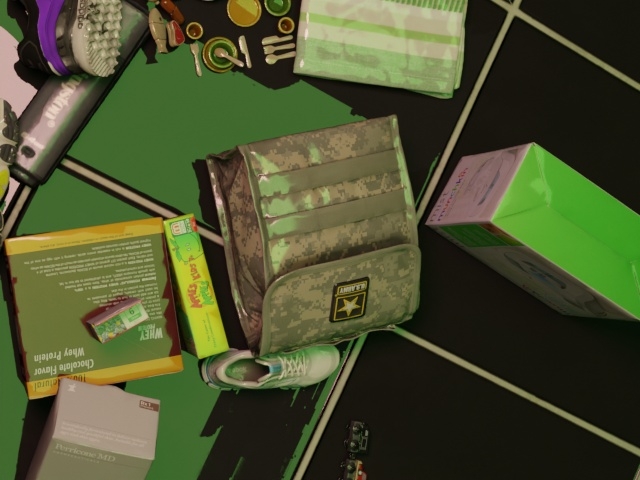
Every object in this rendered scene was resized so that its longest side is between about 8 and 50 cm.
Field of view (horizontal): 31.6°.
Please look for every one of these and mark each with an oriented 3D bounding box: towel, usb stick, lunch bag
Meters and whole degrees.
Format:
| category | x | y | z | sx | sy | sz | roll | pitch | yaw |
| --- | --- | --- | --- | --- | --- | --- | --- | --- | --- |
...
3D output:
| category | x | y | z | sx | sy | sz | roll | pitch | yaw |
| --- | --- | --- | --- | --- | --- | --- | --- | --- | --- |
| towel | 0.098 | -0.377 | 1.594 | 0.248 | 0.038 | 0.325 | 7 | 89 | -16 |
| usb stick | -0.315 | -0.196 | 1.459 | 0.077 | 0.045 | 0.278 | 35 | 80 | -14 |
| lunch bag | 0.000 | 0.000 | 1.485 | 0.235 | 0.169 | 0.287 | -13 | 94 | -24 |

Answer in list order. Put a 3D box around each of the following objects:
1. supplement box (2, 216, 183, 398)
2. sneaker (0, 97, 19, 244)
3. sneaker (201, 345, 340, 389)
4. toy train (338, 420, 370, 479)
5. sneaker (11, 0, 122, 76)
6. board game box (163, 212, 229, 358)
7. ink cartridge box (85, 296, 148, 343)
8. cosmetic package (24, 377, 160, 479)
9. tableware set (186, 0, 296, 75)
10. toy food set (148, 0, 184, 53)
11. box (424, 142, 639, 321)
| category | x | y | z | sx | sy | sz | roll | pitch | yaw |
| --- | --- | --- | --- | --- | --- | --- | --- | --- | --- |
| supplement box | -0.288 | 0.081 | 1.420 | 0.191 | 0.129 | 0.194 | -9 | 92 | -17 |
| sneaker | -0.447 | -0.049 | 1.388 | 0.107 | 0.110 | 0.275 | 26 | 75 | -41 |
| sneaker | -0.058 | 0.172 | 1.515 | 0.190 | 0.083 | 0.071 | -7 | 90 | -18 |
| toy train | 0.046 | 0.330 | 1.574 | 0.036 | 0.027 | 0.158 | 11 | 86 | -27 |
| sneaker | -0.323 | -0.340 | 1.429 | 0.146 | 0.102 | 0.293 | -3 | 67 | 20 |
| board game box | -0.170 | 0.058 | 1.476 | 0.043 | 0.092 | 0.181 | -16 | 94 | -15 |
| ink cartridge box | -0.233 | 0.093 | 1.307 | 0.063 | 0.115 | 0.029 | -29 | 97 | -15 |
| cosmetic package | -0.287 | 0.287 | 1.370 | 0.127 | 0.107 | 0.238 | 14 | 130 | -15 |
| tableware set | -0.107 | -0.286 | 1.535 | 0.154 | 0.024 | 0.104 | -14 | 93 | -16 |
| toy food set | -0.202 | -0.308 | 1.489 | 0.078 | 0.019 | 0.122 | -25 | 101 | -60 |
| box | 0.313 | -0.010 | 1.552 | 0.262 | 0.231 | 0.127 | 32 | 80 | -14 |
